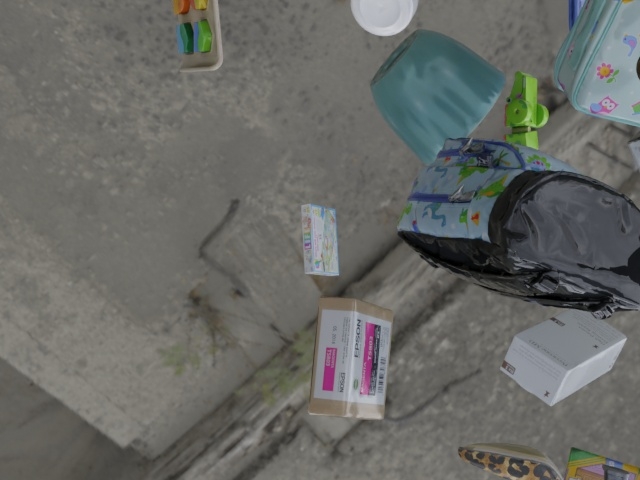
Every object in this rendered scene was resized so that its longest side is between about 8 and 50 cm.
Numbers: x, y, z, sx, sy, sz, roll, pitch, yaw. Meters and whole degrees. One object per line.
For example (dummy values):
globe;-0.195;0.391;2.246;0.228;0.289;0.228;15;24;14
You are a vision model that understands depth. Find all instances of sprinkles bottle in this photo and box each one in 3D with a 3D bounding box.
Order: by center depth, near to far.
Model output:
sprinkles bottle;0.165;-0.533;1.704;0.355;0.121;0.121;-62;159;-47

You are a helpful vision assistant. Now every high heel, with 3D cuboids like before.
high heel;0.329;0.418;1.326;0.093;0.261;0.186;7;93;-76

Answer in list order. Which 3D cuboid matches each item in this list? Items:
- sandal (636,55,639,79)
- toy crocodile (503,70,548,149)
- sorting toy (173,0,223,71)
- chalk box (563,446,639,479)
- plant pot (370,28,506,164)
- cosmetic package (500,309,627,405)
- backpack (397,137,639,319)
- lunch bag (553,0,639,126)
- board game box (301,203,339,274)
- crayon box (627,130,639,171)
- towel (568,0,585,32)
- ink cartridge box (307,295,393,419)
sandal;0.527;-0.257;1.131;0.090;0.219;0.060;61;26;-26
toy crocodile;0.521;-0.265;2.241;0.115;0.105;0.341;-7;97;-48
sorting toy;-0.242;-0.430;1.656;0.038;0.193;0.208;-5;101;-29
chalk box;0.555;0.474;1.574;0.132;0.213;0.132;39;66;-61
plant pot;0.264;-0.370;2.108;0.235;0.293;0.293;39;90;-13
cosmetic package;0.441;0.203;1.557;0.231;0.117;0.086;-14;130;-46
backpack;0.275;-0.027;1.273;0.290;0.355;0.273;19;74;-26
lunch bag;0.486;-0.313;1.280;0.224;0.108;0.279;10;125;-14
board game box;0.000;0.000;1.946;0.103;0.026;0.154;10;74;-55
crayon box;0.686;-0.067;1.468;0.081;0.202;0.319;-35;101;-49
towel;0.625;-0.573;1.876;0.285;0.034;0.209;-33;128;-31
ink cartridge box;0.065;0.241;1.750;0.193;0.088;0.235;22;71;-61
